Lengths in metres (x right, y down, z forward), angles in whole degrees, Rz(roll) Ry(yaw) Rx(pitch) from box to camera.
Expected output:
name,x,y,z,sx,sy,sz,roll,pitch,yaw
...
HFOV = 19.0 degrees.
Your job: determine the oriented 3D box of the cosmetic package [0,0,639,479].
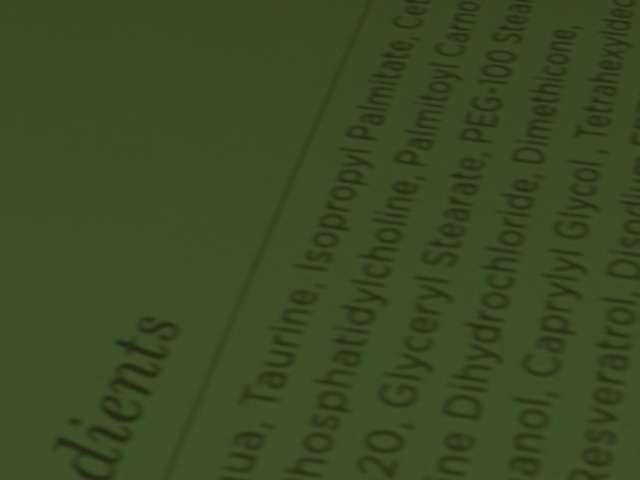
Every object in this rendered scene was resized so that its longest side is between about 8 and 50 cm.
name,x,y,z,sx,sy,sz,roll,pitch,yaw
cosmetic package,-0.006,0.123,0.499,0.393,0.327,0.329,9,128,10
